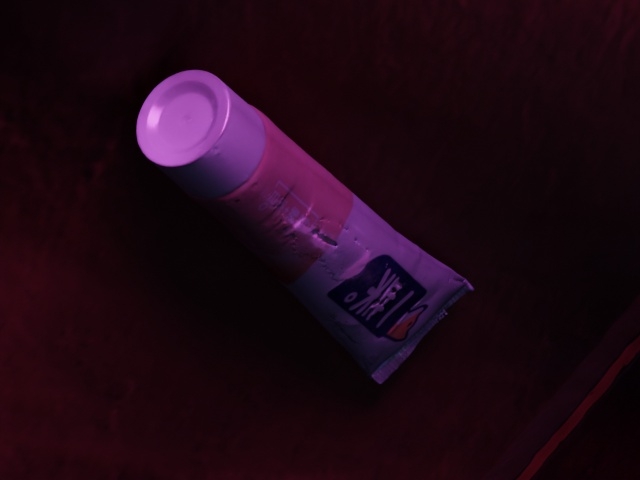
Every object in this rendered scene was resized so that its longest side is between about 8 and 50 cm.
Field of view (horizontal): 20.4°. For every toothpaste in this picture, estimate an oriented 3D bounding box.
[{"bbox_3d":[0.000,0.000,0.634,0.056,0.036,0.205,-43,146,3],"label":"toothpaste"}]
